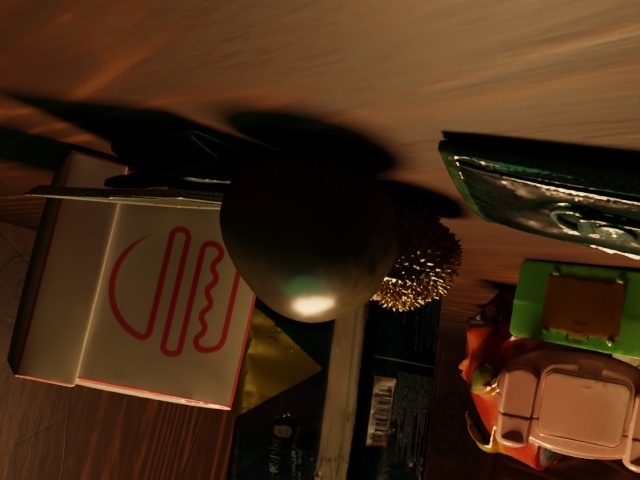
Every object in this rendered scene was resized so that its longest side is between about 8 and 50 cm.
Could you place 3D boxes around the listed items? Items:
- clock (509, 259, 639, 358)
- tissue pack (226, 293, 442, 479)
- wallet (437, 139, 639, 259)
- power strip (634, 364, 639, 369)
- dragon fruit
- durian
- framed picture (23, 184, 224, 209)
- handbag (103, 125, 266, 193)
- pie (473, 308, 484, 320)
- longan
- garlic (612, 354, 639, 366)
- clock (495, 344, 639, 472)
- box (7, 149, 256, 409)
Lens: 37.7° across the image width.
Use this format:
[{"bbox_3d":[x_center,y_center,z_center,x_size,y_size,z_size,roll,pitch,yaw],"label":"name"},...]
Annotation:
[{"bbox_3d":[0.429,0.106,1.287,0.255,0.106,0.220,13,176,-40],"label":"clock"},{"bbox_3d":[0.033,0.206,1.470,0.253,0.416,0.264,4,173,31],"label":"tissue pack"},{"bbox_3d":[0.223,-0.030,0.770,0.236,0.055,0.160,11,166,25],"label":"wallet"},{"bbox_3d":[0.586,0.240,1.636,0.194,0.059,0.265,-15,153,-3],"label":"power strip"},{"bbox_3d":[0.358,0.228,1.649,0.226,0.305,0.305,27,180,27],"label":"dragon fruit"},{"bbox_3d":[0.081,0.015,1.068,0.158,0.136,0.168,-10,177,12],"label":"durian"},{"bbox_3d":[-0.166,-0.048,1.087,0.216,0.016,0.273,4,-179,28],"label":"framed picture"},{"bbox_3d":[-0.139,-0.080,1.046,0.144,0.057,0.221,11,175,-32],"label":"handbag"},{"bbox_3d":[0.488,0.214,2.076,0.315,0.092,0.315,14,178,0],"label":"pie"},{"bbox_3d":[-0.008,-0.006,0.918,0.189,0.189,0.189,13,173,2],"label":"longan"},{"bbox_3d":[0.535,0.219,1.840,0.339,0.151,0.196,13,-171,2],"label":"garlic"},{"bbox_3d":[0.367,0.212,1.336,0.227,0.142,0.241,10,-172,12],"label":"clock"},{"bbox_3d":[-0.274,0.067,1.384,0.300,0.312,0.314,15,172,-19],"label":"box"}]
